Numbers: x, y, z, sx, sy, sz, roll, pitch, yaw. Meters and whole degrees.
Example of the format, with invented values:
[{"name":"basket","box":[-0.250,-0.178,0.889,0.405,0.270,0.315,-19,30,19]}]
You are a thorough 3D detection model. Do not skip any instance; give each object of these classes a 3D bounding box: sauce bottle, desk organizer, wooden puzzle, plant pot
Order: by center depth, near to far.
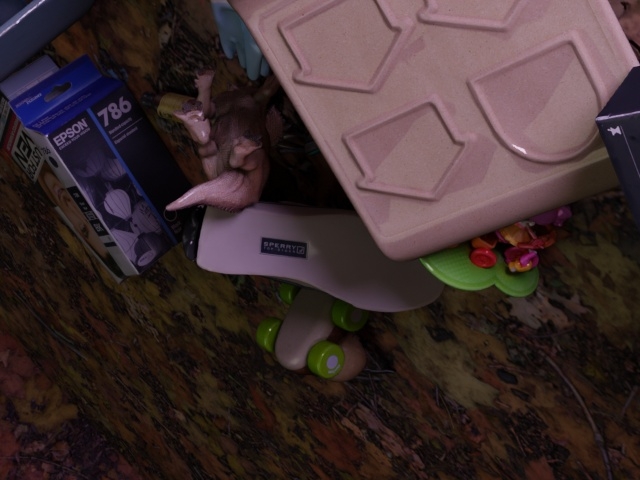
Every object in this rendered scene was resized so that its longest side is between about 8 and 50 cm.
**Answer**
[{"name":"wooden puzzle","box":[0.125,-0.167,1.052,0.322,0.080,0.348,-21,113,32]},{"name":"desk organizer","box":[-0.061,-0.060,1.572,0.047,0.050,0.130,2,127,54]},{"name":"plant pot","box":[-0.475,-0.368,1.605,0.248,0.247,0.252,47,169,6]},{"name":"sauce bottle","box":[-0.220,-0.198,1.644,0.128,0.042,0.042,19,140,46]}]

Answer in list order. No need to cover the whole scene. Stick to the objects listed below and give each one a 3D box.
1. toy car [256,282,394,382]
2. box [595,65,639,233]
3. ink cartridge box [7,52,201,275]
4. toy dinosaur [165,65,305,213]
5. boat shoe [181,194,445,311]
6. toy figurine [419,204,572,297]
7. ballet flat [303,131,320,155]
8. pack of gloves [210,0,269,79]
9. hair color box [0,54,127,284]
[{"name":"toy car","box":[0.029,0.152,1.666,0.188,0.149,0.155,35,170,-40]},{"name":"box","box":[0.366,-0.025,0.914,0.184,0.103,0.261,-8,120,40]},{"name":"ink cartridge box","box":[-0.329,-0.123,1.761,0.065,0.165,0.332,-7,120,58]},{"name":"toy dinosaur","box":[-0.098,-0.112,1.391,0.127,0.295,0.200,9,142,9]},{"name":"boat shoe","box":[0.000,0.000,1.470,0.341,0.158,0.127,13,103,3]},{"name":"toy figurine","box":[0.205,-0.025,1.192,0.173,0.130,0.159,31,144,-10]},{"name":"ballet flat","box":[0.013,-0.132,1.395,0.114,0.041,0.041,-7,119,56]},{"name":"pack of gloves","box":[-0.032,-0.214,1.200,0.195,0.046,0.232,15,162,10]},{"name":"hair color box","box":[-0.414,-0.118,1.943,0.374,0.113,0.185,49,152,0]}]
